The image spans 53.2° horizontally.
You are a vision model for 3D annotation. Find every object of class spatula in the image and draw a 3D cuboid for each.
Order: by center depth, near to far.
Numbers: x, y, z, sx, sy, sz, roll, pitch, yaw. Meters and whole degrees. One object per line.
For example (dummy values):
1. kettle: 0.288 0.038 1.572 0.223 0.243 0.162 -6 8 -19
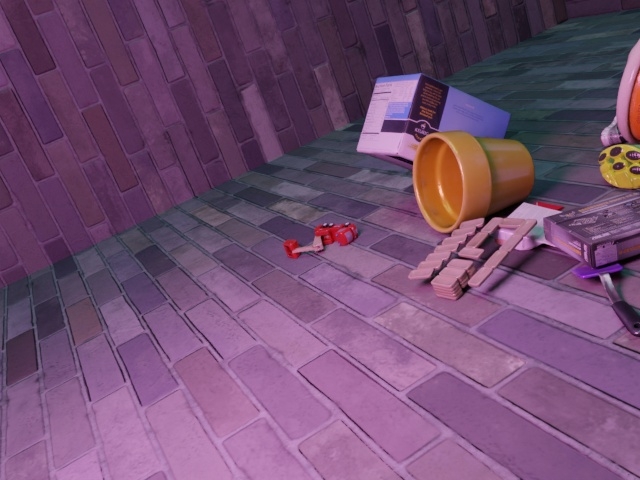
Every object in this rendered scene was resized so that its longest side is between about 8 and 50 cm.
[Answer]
1. spatula: 0.522 0.095 1.134 0.084 0.030 0.296 -14 21 11

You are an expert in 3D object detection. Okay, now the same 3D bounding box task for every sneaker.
1. sneaker: 0.801 -0.180 1.492 0.123 0.110 0.295 -8 6 -40
2. sneaker: 0.866 -0.321 1.808 0.170 0.063 0.074 -39 26 -29

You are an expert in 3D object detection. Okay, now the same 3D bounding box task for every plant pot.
1. plant pot: 0.398 -0.163 1.632 0.238 0.254 0.254 -12 17 -19

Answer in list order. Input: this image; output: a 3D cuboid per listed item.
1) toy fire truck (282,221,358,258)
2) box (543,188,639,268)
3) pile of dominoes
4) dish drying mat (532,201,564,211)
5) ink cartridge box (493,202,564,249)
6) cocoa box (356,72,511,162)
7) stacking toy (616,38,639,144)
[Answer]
1. toy fire truck: 0.000 0.000 1.858 0.192 0.047 0.135 0 29 42
2. box: 0.604 -0.029 1.302 0.230 0.056 0.183 -17 20 -6
3. pile of dominoes: 0.337 0.034 1.411 0.251 0.040 0.196 -40 26 -27
4. dish drying mat: 0.558 -0.082 1.579 0.032 0.008 0.083 -27 21 -19
5. ink cartridge box: 0.509 -0.020 1.452 0.179 0.045 0.145 23 44 37
6. cocoa box: 0.325 -0.312 1.837 0.346 0.228 0.231 15 2 -29
7. stacking toy: 0.999 -0.340 1.513 0.350 0.351 0.479 -32 42 -27
